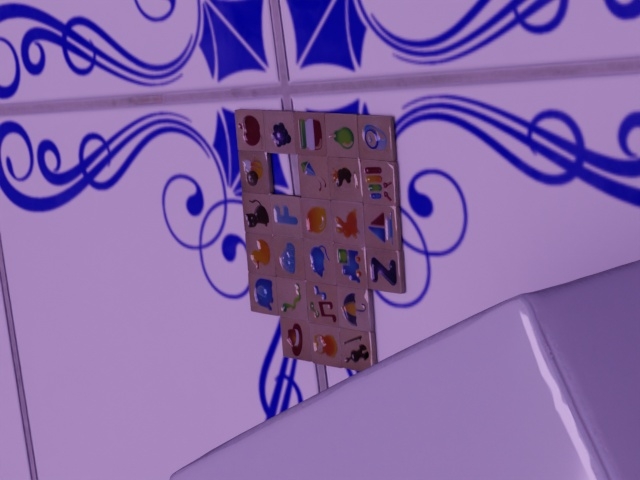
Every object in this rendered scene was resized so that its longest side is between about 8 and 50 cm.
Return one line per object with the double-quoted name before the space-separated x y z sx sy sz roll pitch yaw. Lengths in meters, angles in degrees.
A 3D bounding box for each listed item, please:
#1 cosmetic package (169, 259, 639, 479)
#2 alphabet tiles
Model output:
"cosmetic package" 0.190 0.205 1.102 0.329 0.393 0.327 -31 79 40
"alphabet tiles" 0.000 0.000 1.529 0.198 0.009 0.237 7 106 44
